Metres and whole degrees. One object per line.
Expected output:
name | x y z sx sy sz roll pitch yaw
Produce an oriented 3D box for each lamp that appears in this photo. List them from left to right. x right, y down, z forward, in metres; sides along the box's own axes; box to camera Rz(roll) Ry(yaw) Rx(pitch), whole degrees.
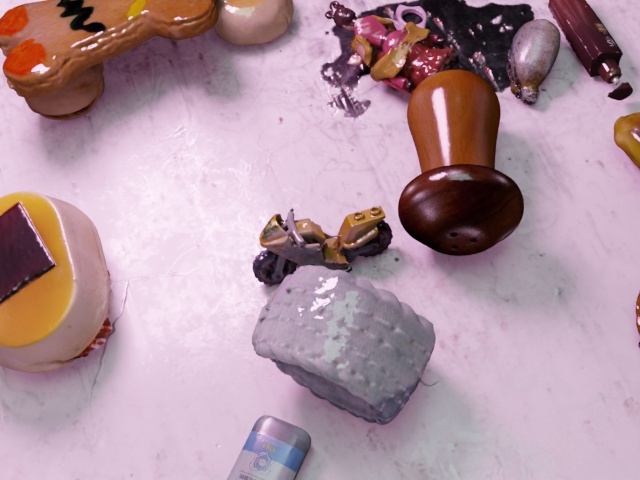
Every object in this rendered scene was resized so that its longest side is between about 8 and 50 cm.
lamp | 0.118 -0.325 1.830 0.253 0.118 0.118 27 67 20

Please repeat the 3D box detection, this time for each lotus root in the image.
lotus root | 0.363 -0.312 1.821 0.088 0.088 0.165 16 73 14

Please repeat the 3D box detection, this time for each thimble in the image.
thimble | 0.034 0.139 1.524 0.250 0.205 0.172 27 74 10

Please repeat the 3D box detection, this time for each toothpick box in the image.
toothpick box | 0.214 -0.118 1.669 0.192 0.192 0.294 -3 55 4

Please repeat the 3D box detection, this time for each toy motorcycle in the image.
toy motorcycle | 0.000 0.000 1.651 0.229 0.130 0.094 -16 41 -4

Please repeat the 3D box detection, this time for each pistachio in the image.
pistachio | -0.445 -0.269 1.857 0.149 0.113 0.113 -21 61 -7
pistachio | 0.549 -0.142 1.693 0.110 0.100 0.189 -25 60 -4

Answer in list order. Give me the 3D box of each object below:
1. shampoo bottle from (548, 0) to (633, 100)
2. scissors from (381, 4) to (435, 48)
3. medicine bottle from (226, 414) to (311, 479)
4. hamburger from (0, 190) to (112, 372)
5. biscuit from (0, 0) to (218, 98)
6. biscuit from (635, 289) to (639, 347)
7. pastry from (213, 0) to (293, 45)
shampoo bottle | 0.469 -0.339 1.830 0.068 0.067 0.236 -16 60 -14
scissors | 0.186 -0.344 1.887 0.110 0.021 0.212 -34 63 -16
medicine bottle | -0.091 0.354 1.505 0.090 0.054 0.208 20 65 16
hamburger | -0.444 0.065 1.652 0.227 0.151 0.295 -20 65 1
biscuit | -0.382 -0.408 1.867 0.394 0.076 0.368 -24 37 -8
biscuit | 0.613 0.106 1.563 0.296 0.075 0.296 -2 61 4
pastry | -0.127 -0.427 1.926 0.156 0.092 0.156 -1 66 2
